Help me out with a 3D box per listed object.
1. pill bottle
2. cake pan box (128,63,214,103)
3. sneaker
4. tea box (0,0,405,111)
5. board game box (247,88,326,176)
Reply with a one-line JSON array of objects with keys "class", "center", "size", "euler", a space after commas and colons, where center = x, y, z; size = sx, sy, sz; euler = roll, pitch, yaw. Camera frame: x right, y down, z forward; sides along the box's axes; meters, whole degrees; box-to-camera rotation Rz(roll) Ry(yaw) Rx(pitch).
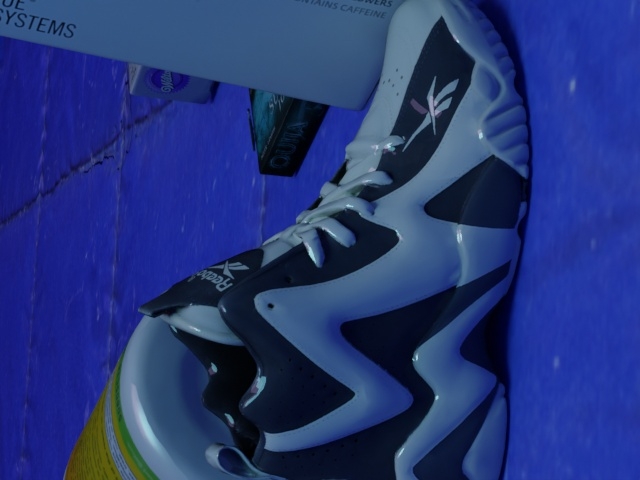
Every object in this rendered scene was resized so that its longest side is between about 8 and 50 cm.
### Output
[{"class": "pill bottle", "center": [-0.067, 0.128, 0.868], "size": [0.246, 0.136, 0.136], "euler": [124, 146, -55]}, {"class": "cake pan box", "center": [-0.090, -0.270, 1.153], "size": [0.267, 0.070, 0.246], "euler": [118, 153, -51]}, {"class": "sneaker", "center": [0.000, 0.000, 0.677], "size": [0.094, 0.153, 0.235], "euler": [-176, 90, -70]}, {"class": "tea box", "center": [-0.081, -0.267, 0.677], "size": [0.323, 0.329, 0.220], "euler": [122, 149, -41]}, {"class": "board game box", "center": [-0.007, -0.143, 0.934], "size": [0.186, 0.026, 0.126], "euler": [118, 151, -49]}]
